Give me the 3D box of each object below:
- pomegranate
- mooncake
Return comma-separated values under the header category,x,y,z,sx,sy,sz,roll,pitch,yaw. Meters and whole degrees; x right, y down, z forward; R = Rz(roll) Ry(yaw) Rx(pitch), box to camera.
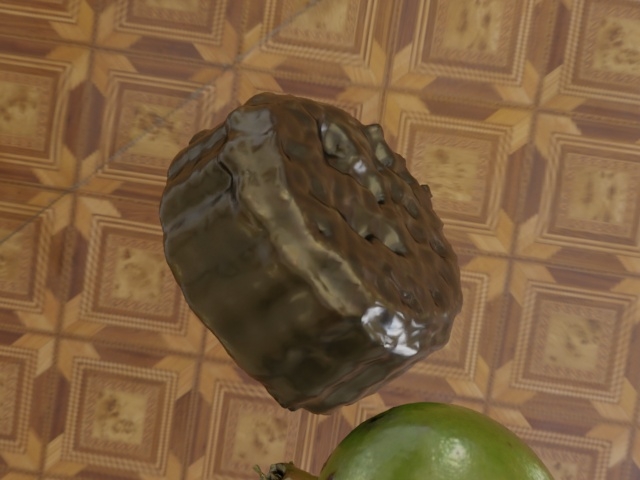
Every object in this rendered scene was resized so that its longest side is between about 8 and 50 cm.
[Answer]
category,x,y,z,sx,sy,sz,roll,pitch,yaw
pomegranate,0.035,0.172,0.538,0.220,0.156,0.156,-20,93,19
mooncake,0.000,0.000,0.699,0.124,0.228,0.228,-32,92,30
